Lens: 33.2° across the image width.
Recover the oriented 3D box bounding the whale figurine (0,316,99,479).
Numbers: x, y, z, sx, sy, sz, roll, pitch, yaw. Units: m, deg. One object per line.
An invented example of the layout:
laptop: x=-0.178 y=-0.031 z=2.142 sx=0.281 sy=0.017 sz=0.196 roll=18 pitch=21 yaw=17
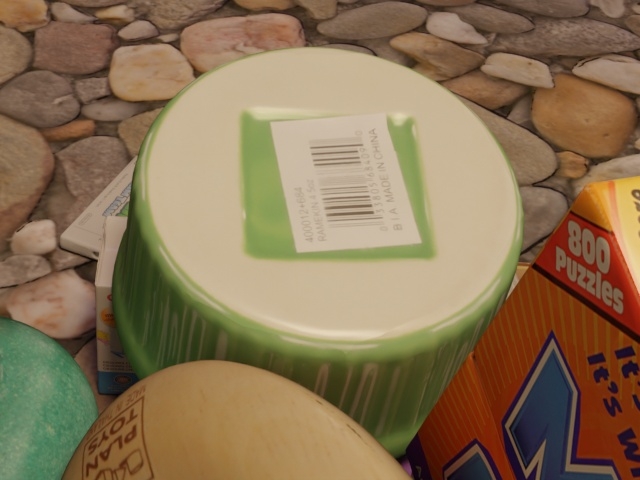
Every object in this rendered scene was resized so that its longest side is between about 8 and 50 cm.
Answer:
whale figurine: x=-0.214 y=0.158 z=0.709 sx=0.141 sy=0.216 sz=0.272 roll=1 pitch=20 yaw=-16

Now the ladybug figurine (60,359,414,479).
ladybug figurine: x=-0.014 y=0.264 z=0.586 sx=0.162 sy=0.305 sz=0.449 roll=25 pitch=32 yaw=-49

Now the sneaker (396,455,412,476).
sneaker: x=-0.006 y=0.190 z=0.803 sx=0.237 sy=0.095 sz=0.104 roll=4 pitch=34 yaw=-14

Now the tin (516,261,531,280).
tin: x=0.238 y=0.077 z=1.015 sx=0.190 sy=0.040 sz=0.106 roll=15 pitch=44 yaw=9

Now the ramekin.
ramekin: x=0.000 y=0.000 z=0.786 sx=0.304 sy=0.148 sz=0.303 roll=5 pitch=54 yaw=-6

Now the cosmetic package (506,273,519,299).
cosmetic package: x=0.042 y=0.070 z=0.922 sx=0.238 sy=0.127 sz=0.107 roll=-4 pitch=42 yaw=-11

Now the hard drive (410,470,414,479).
hard drive: x=0.203 y=0.271 z=0.706 sx=0.308 sy=0.040 sz=0.203 roll=11 pitch=60 yaw=-4

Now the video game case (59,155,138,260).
video game case: x=-0.159 y=-0.021 z=1.081 sx=0.143 sy=0.019 sz=0.157 roll=18 pitch=40 yaw=12

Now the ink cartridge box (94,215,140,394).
ink cartridge box: x=-0.139 y=0.050 z=0.901 sx=0.092 sy=0.143 sz=0.090 roll=2 pitch=40 yaw=-6

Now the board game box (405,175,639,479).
board game box: x=0.292 y=0.184 z=0.541 sx=0.357 sy=0.356 sz=0.356 roll=-9 pitch=64 yaw=-14
